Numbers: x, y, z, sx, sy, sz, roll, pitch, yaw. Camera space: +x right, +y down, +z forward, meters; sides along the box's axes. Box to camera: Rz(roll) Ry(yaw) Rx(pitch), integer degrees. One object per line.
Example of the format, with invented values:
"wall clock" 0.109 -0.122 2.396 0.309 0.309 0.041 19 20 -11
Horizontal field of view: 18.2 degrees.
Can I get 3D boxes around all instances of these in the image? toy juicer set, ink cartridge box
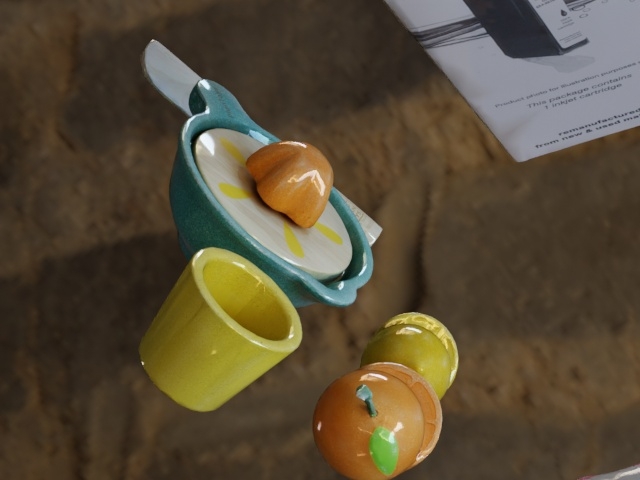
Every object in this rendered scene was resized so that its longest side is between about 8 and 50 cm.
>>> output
"toy juicer set" 0.000 0.000 1.126 0.089 0.209 0.329 -48 -154 24
"ink cartridge box" 0.083 -0.184 0.932 0.114 0.273 0.197 -17 -115 16

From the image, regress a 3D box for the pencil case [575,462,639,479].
"pencil case" 0.268 0.171 1.170 0.273 0.124 0.113 -17 -144 -6
